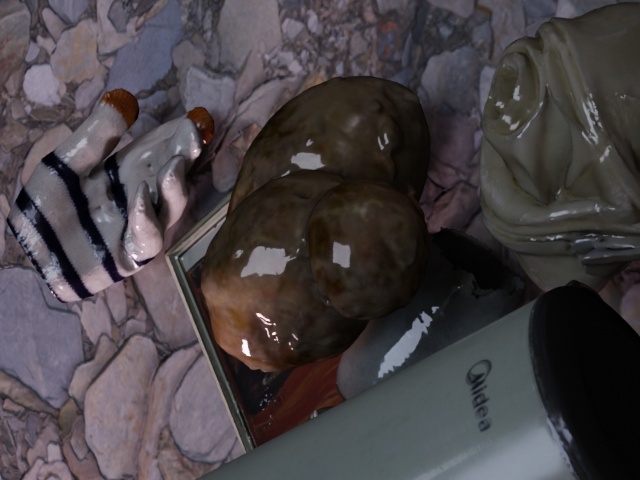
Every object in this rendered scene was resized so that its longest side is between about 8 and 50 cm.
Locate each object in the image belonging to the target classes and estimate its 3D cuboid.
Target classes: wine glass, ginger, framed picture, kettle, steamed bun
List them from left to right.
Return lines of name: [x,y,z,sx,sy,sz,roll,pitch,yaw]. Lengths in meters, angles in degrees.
framed picture: [-0.036,0.064,1.663,0.216,0.016,0.273,-41,59,30]
ginger: [0.000,0.000,1.472,0.244,0.155,0.304,-45,19,18]
wine glass: [0.078,0.096,1.492,0.111,0.111,0.204,45,112,36]
kettle: [0.084,0.253,1.272,0.377,0.250,0.361,-33,41,26]
steamed bun: [0.185,-0.078,1.361,0.218,0.144,0.211,-35,42,54]

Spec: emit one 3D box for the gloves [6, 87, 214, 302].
gloves: [-0.187,-0.045,1.757,0.219,0.131,0.140,-34,56,-1]
